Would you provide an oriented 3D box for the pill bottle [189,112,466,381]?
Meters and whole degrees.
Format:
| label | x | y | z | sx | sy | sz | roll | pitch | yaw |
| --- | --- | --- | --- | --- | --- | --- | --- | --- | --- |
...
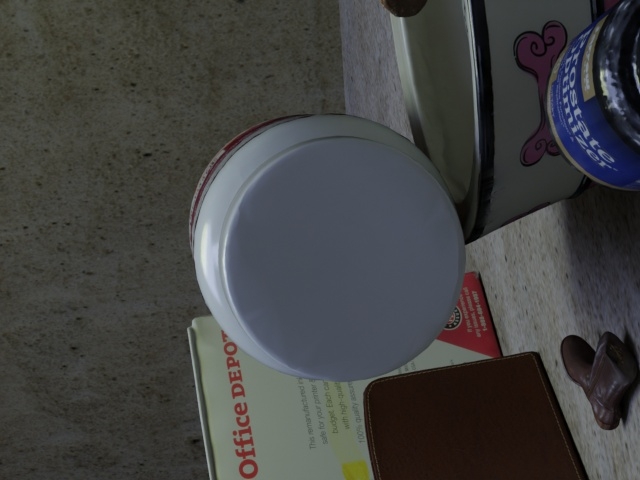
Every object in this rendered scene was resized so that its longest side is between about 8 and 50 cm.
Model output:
| label | x | y | z | sx | sy | sz | roll | pitch | yaw |
| --- | --- | --- | --- | --- | --- | --- | --- | --- | --- |
| pill bottle | 0.000 | 0.000 | 1.459 | 0.392 | 0.224 | 0.224 | -141 | 43 | -83 |

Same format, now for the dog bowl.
| label | x | y | z | sx | sy | sz | roll | pitch | yaw |
| --- | --- | --- | --- | --- | --- | --- | --- | --- | --- |
| dog bowl | 0.159 | -0.208 | 1.427 | 0.408 | 0.150 | 0.408 | 171 | 90 | -85 |

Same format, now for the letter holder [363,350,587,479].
| label | x | y | z | sx | sy | sz | roll | pitch | yaw |
| --- | --- | --- | --- | --- | --- | --- | --- | --- | --- |
| letter holder | 0.167 | 0.287 | 1.797 | 0.302 | 0.214 | 0.152 | -105 | 8 | -51 |

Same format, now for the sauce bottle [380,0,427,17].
| label | x | y | z | sx | sy | sz | roll | pitch | yaw |
| --- | --- | --- | --- | --- | --- | --- | --- | --- | --- |
| sauce bottle | 0.061 | -0.223 | 1.414 | 0.128 | 0.042 | 0.042 | -110 | 12 | -64 |

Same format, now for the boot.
| label | x | y | z | sx | sy | sz | roll | pitch | yaw |
| --- | --- | --- | --- | --- | --- | --- | --- | --- | --- |
| boot | 0.253 | 0.106 | 1.523 | 0.114 | 0.037 | 0.106 | 83 | 163 | -59 |

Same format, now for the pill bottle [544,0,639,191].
| label | x | y | z | sx | sy | sz | roll | pitch | yaw |
| --- | --- | --- | --- | --- | --- | --- | --- | --- | --- |
| pill bottle | 0.221 | -0.100 | 1.047 | 0.219 | 0.123 | 0.122 | 134 | 127 | -84 |

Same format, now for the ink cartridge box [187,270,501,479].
| label | x | y | z | sx | sy | sz | roll | pitch | yaw |
| --- | --- | --- | --- | --- | --- | --- | --- | --- | --- |
| ink cartridge box | 0.041 | 0.219 | 2.135 | 0.160 | 0.385 | 0.279 | 88 | 172 | -55 |
